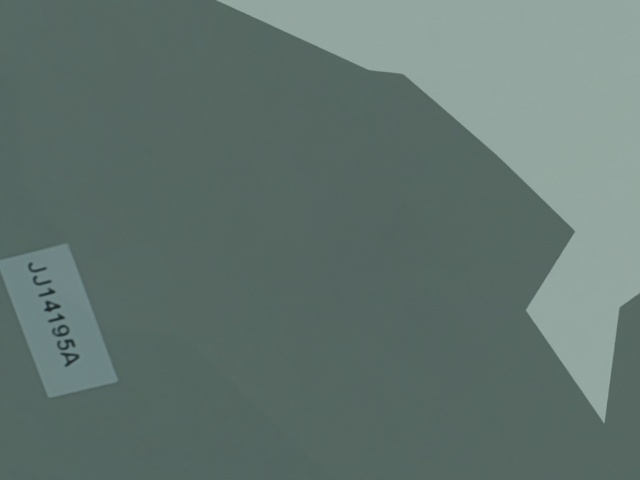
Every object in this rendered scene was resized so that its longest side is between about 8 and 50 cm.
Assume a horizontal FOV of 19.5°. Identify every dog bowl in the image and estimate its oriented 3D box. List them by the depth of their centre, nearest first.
[{"bbox_3d":[0.000,0.000,0.487,0.348,0.102,0.349,3,110,9],"label":"dog bowl"}]
